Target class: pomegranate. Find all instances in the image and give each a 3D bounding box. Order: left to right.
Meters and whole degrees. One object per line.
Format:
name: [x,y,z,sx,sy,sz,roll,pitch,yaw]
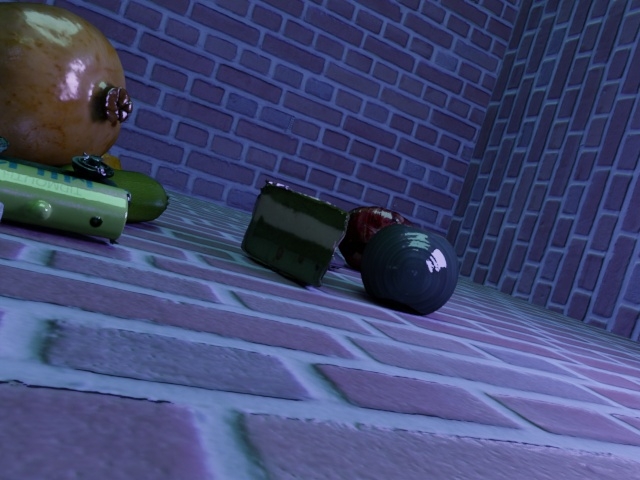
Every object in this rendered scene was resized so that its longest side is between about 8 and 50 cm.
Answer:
pomegranate: [-0.467,-0.236,0.866,0.307,0.307,0.307,17,3,-1]

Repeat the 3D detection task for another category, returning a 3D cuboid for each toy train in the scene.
toy train: [-0.367,-0.062,0.697,0.253,0.105,0.157,13,18,-35]

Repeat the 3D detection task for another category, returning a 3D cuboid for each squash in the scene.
squash: [-0.360,-0.080,0.977,0.101,0.101,0.378,18,2,6]

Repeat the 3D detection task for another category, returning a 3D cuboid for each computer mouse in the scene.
computer mouse: [-0.036,0.022,1.381,0.120,0.057,0.232,14,4,-41]

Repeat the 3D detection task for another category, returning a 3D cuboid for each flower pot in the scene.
flower pot: [0.173,0.053,1.051,0.189,0.157,0.243,16,1,3]

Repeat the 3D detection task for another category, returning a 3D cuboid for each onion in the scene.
onion: [0.162,0.007,1.548,0.246,0.190,0.246,11,-18,4]

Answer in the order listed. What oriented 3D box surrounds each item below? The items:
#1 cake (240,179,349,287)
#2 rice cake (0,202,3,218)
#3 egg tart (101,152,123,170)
cake: [0.002,0.001,1.015,0.172,0.158,0.283,17,4,-36]
rice cake: [-0.430,-0.052,0.530,0.245,0.045,0.042,18,6,8]
egg tart: [-0.579,-0.172,1.297,0.294,0.116,0.295,19,1,0]
